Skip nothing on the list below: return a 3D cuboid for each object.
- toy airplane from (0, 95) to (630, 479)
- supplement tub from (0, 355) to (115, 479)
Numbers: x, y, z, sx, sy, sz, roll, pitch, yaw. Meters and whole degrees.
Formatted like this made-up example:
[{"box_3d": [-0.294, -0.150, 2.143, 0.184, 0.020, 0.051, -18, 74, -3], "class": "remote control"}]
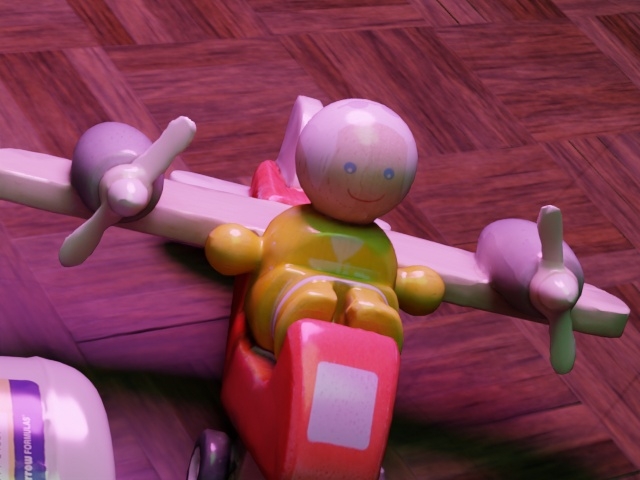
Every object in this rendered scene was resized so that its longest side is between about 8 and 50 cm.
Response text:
[{"box_3d": [0.000, 0.000, 1.347, 0.384, 0.272, 0.386, 40, 40, 24], "class": "toy airplane"}, {"box_3d": [-0.275, 0.165, 0.850, 0.331, 0.241, 0.241, 5, 39, -16], "class": "supplement tub"}]
